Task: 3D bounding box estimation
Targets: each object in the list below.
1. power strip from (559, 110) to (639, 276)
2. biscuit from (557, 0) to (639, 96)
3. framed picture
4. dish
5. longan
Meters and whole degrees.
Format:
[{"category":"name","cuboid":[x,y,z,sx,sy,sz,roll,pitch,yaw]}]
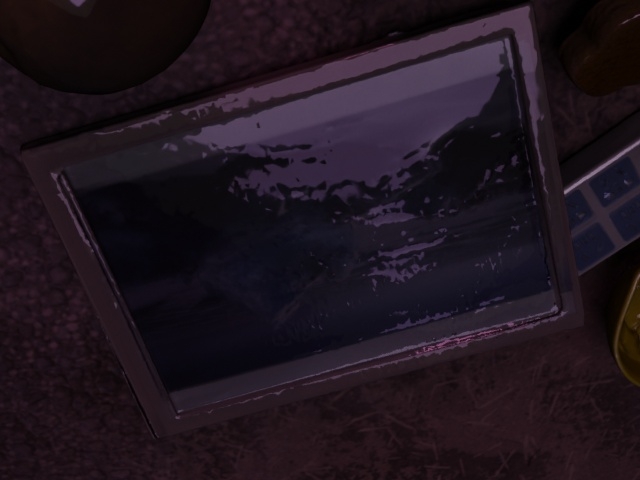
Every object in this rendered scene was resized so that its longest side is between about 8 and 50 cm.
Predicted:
[{"category":"power strip","cuboid":[0.228,-0.008,0.809,0.367,0.043,0.106,-36,122,13]},{"category":"biscuit","cuboid":[0.328,-0.219,0.630,0.183,0.047,0.320,-7,155,-34]},{"category":"framed picture","cuboid":[0.000,0.000,0.751,0.446,0.028,0.326,-16,117,4]},{"category":"dish","cuboid":[0.364,0.078,0.867,0.148,0.080,0.208,-36,120,9]},{"category":"longan","cuboid":[-0.165,-0.189,0.560,0.189,0.189,0.189,-4,123,-7]}]
